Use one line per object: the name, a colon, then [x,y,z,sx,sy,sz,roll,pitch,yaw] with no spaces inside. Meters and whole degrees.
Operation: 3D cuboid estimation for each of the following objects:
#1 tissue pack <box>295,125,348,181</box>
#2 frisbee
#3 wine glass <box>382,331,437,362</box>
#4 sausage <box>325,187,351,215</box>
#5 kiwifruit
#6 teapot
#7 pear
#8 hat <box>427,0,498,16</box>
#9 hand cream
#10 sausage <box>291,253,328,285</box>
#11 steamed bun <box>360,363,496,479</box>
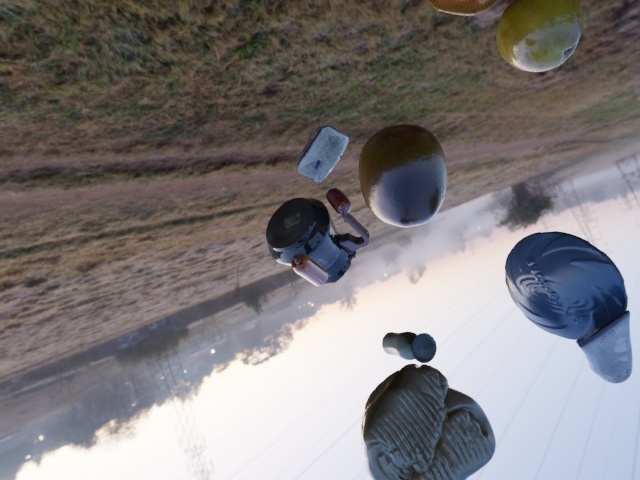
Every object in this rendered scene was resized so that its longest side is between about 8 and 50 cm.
tissue pack: [0.003,-0.333,1.758,0.209,0.137,0.270,-55,-168,7]
frisbee: [0.570,0.117,1.097,0.049,0.290,0.289,-25,177,-32]
wine glass: [0.312,0.378,1.639,0.103,0.103,0.231,-20,178,-21]
sausage: [0.072,-0.153,1.780,0.076,0.141,0.076,-15,130,-18]
kiwifruit: [0.184,-0.135,1.013,0.195,0.234,0.196,-12,-146,9]
teapot: [0.000,0.000,1.928,0.375,0.306,0.361,-23,139,24]
pear: [0.568,-0.540,1.172,0.208,0.209,0.209,-22,174,-2]
hat: [0.339,-0.725,1.157,0.233,0.245,0.233,-20,170,30]
hand cream: [0.671,0.260,1.056,0.121,0.076,0.336,-39,135,8]
sausage: [-0.044,0.099,1.598,0.071,0.071,0.234,-24,153,12]
steamed bun: [0.264,0.556,1.306,0.367,0.343,0.255,-29,168,-26]
